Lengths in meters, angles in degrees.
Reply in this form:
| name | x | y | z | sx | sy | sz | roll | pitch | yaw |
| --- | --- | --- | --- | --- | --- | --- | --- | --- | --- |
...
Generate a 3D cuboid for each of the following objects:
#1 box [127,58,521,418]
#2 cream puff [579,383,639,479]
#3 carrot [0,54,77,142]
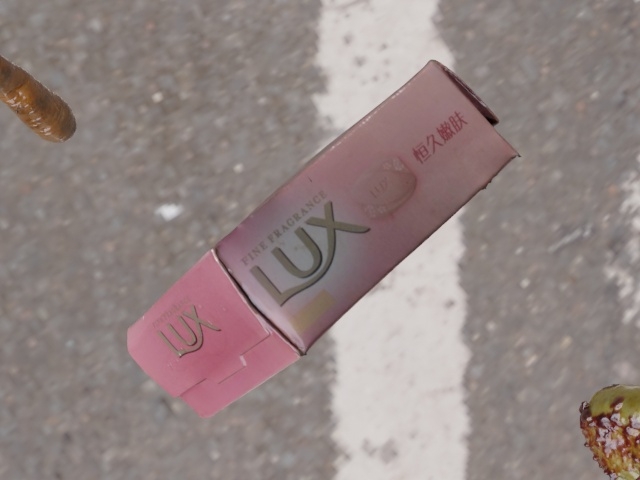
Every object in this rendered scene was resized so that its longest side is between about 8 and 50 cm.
| name | x | y | z | sx | sy | sz | roll | pitch | yaw |
| --- | --- | --- | --- | --- | --- | --- | --- | --- | --- |
| box | 0.000 | 0.000 | 0.829 | 0.060 | 0.156 | 0.111 | 49 | 148 | 0 |
| cream puff | 0.243 | 0.137 | 1.300 | 0.149 | 0.149 | 0.084 | -1 | 82 | 28 |
| carrot | -0.230 | -0.115 | 1.482 | 0.036 | 0.165 | 0.035 | -9 | 66 | 20 |
